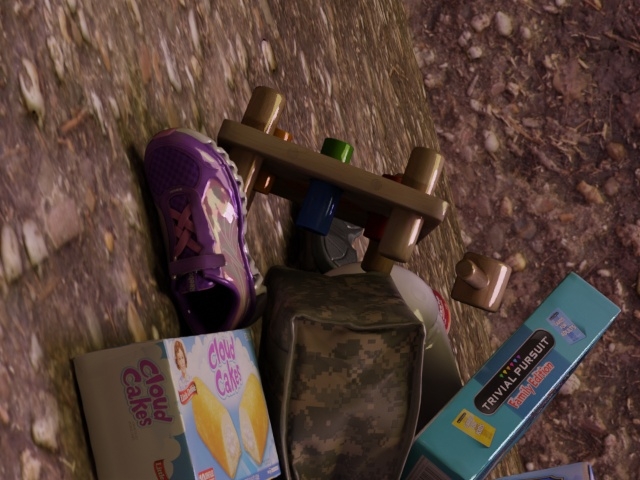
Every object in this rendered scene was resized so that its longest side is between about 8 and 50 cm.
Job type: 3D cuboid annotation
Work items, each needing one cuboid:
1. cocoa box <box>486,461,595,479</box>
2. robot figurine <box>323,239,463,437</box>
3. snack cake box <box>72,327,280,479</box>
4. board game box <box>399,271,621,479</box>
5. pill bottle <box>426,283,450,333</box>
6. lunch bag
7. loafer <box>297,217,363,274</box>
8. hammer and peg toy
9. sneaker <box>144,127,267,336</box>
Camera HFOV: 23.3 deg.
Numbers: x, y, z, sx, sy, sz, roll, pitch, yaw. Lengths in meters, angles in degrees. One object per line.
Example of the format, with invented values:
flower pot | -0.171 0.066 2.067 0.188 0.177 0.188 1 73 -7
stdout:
cocoa box | 0.191 0.448 1.882 0.228 0.347 0.231 -78 152 -62
robot figurine | 0.075 0.176 1.989 0.300 0.200 0.353 -43 123 -47
snack cake box | -0.123 0.164 1.413 0.264 0.089 0.152 4 75 -77
board game box | 0.187 0.216 1.798 0.336 0.079 0.254 -41 165 -39
pill bottle | 0.129 0.115 2.448 0.221 0.121 0.121 30 48 -73
lunch bag | 0.008 0.190 1.655 0.235 0.169 0.287 -117 -148 -76
loafer | 0.000 0.000 2.165 0.096 0.084 0.267 39 21 -15
hammer and peg toy | 0.057 -0.043 1.717 0.266 0.361 0.127 113 -3 -83
sneaker | -0.123 0.003 1.581 0.104 0.095 0.236 -58 135 -61
